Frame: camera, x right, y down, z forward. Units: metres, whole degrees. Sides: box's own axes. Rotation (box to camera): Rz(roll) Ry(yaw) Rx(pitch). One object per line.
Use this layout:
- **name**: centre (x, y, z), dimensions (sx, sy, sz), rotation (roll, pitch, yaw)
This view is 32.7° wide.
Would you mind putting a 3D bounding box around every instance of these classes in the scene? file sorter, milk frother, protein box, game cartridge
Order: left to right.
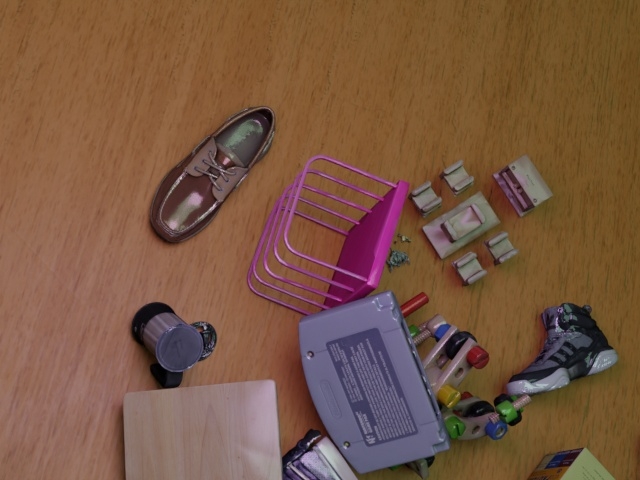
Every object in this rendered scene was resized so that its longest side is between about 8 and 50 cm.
- **milk frother**: centre (-0.231, 0.173, 1.869), dimensions (0.143, 0.135, 0.129), rotation (-20, 112, -22)
- **file sorter**: centre (0.000, 0.000, 1.927), dimensions (0.182, 0.290, 0.202), rotation (23, 67, -10)
- **game cartridge**: centre (0.081, 0.244, 1.846), dimensions (0.196, 0.060, 0.294), rotation (-19, 101, 14)
- **protein box**: centre (0.464, 0.529, 2.019), dimensions (0.200, 0.136, 0.201), rotation (47, 64, -2)

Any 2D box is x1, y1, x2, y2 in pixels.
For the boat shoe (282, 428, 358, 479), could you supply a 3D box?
- **boat shoe**: centre (0.030, 0.506, 1.884), dimensions (0.158, 0.127, 0.340), rotation (-35, 80, -19)

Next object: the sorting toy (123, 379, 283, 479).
- **sorting toy**: centre (-0.188, 0.374, 1.811), dimensions (0.255, 0.089, 0.257), rotation (-6, 76, 4)

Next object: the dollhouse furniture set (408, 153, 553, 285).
- **dollhouse furniture set**: centre (0.319, -0.056, 2.171), dimensions (0.242, 0.161, 0.212), rotation (-32, 86, -4)

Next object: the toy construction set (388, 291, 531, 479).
- **toy construction set**: centre (0.181, 0.275, 1.967), dimensions (0.237, 0.257, 0.309), rotation (-31, 66, -13)

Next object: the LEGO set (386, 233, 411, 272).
- **LEGO set**: centre (0.153, 0.023, 2.121), dimensions (0.054, 0.023, 0.083), rotation (11, 70, -17)

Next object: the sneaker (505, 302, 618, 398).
- **sneaker**: centre (0.452, 0.211, 2.136), dimensions (0.269, 0.101, 0.153), rotation (-14, 79, -30)

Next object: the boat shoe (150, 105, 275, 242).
- **boat shoe**: centre (-0.193, -0.134, 1.989), dimensions (0.123, 0.116, 0.324), rotation (38, 65, -6)
